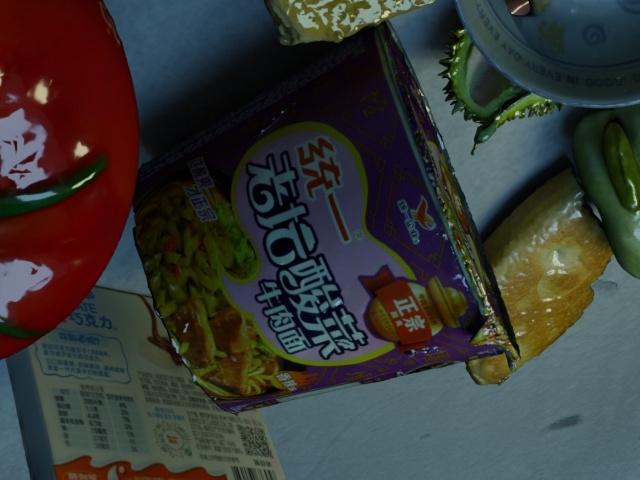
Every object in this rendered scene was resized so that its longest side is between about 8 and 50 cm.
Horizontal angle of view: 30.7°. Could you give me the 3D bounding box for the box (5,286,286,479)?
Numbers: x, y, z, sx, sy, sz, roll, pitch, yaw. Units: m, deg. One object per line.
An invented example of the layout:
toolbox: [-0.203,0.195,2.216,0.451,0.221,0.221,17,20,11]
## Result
box: [-0.176,0.160,1.161,0.273,0.265,0.048,15,128,-38]

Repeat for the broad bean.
broad bean: [0.351,-0.051,1.296,0.100,0.169,0.228,-14,145,24]

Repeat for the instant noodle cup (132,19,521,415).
instant noodle cup: [0.000,0.000,1.050,0.266,0.340,0.340,-22,142,9]

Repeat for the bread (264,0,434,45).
bread: [0.067,-0.272,0.880,0.274,0.114,0.185,-22,113,2]

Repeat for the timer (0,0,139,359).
timer: [-0.316,-0.079,0.801,0.378,0.279,0.378,-14,138,-13]

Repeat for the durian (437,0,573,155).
durian: [0.207,-0.183,1.120,0.220,0.137,0.095,-28,175,-8]

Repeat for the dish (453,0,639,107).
dish: [0.245,-0.264,1.021,0.273,0.134,0.273,1,114,3]

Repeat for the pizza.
pizza: [0.262,0.052,1.435,0.182,0.074,0.365,-9,138,-18]
